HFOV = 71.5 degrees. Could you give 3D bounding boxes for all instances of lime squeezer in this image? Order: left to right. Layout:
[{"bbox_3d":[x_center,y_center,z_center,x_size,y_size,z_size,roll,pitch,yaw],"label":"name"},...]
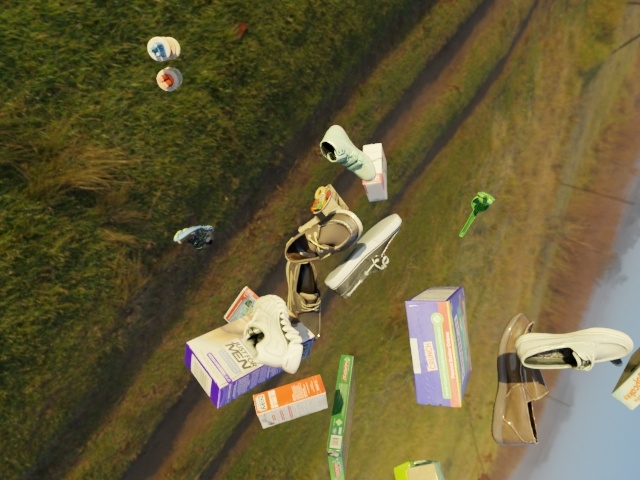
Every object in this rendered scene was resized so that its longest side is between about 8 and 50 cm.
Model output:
[{"bbox_3d":[0.504,-0.110,1.413,0.110,0.059,0.310,-44,167,-11],"label":"lime squeezer"}]

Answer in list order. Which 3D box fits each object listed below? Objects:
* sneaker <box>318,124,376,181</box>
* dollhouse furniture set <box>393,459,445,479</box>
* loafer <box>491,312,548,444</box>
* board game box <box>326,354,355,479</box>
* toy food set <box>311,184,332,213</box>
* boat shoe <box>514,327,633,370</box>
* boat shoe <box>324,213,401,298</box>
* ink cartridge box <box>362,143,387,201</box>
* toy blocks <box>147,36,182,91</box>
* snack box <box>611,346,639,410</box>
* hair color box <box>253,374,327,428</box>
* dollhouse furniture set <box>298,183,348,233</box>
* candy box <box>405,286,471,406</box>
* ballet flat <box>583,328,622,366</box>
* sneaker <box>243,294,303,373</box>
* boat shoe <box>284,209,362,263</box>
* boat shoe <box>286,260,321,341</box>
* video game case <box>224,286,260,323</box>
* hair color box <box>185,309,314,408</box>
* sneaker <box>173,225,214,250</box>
[{"bbox_3d":[0.095,-0.293,1.650,0.094,0.256,0.151,-33,-164,42],"label":"sneaker"},{"bbox_3d":[0.366,0.744,1.303,0.301,0.151,0.198,30,42,-47],"label":"dollhouse furniture set"},{"bbox_3d":[0.568,0.389,1.236,0.133,0.130,0.367,11,85,-54],"label":"loafer"},{"bbox_3d":[0.071,0.561,1.415,0.318,0.046,0.214,-76,164,-48],"label":"board game box"},{"bbox_3d":[0.003,-0.108,1.174,0.020,0.082,0.083,33,75,-24],"label":"toy food set"},{"bbox_3d":[0.539,0.243,0.945,0.081,0.227,0.080,-62,140,-59],"label":"boat shoe"},{"bbox_3d":[0.151,0.056,1.360,0.306,0.105,0.113,-48,-169,5],"label":"boat shoe"},{"bbox_3d":[0.254,-0.315,2.064,0.159,0.092,0.218,57,31,-58],"label":"ink cartridge box"},{"bbox_3d":[-0.374,-0.418,1.061,0.148,0.054,0.124,-99,-169,-65],"label":"toy blocks"},{"bbox_3d":[0.884,0.306,1.171,0.321,0.060,0.187,-11,133,-46],"label":"snack box"},{"bbox_3d":[-0.071,0.390,1.076,0.167,0.054,0.093,-16,138,-9],"label":"hair color box"},{"bbox_3d":[-0.002,-0.104,1.721,0.183,0.129,0.129,-34,-165,16],"label":"dollhouse furniture set"},{"bbox_3d":[0.342,0.278,1.252,0.317,0.122,0.269,-4,88,-65],"label":"candy box"},{"bbox_3d":[0.879,0.343,1.396,0.049,0.173,0.057,-50,-172,-4],"label":"ballet flat"},{"bbox_3d":[-0.137,0.216,1.106,0.118,0.292,0.110,8,105,-22],"label":"sneaker"},{"bbox_3d":[0.000,0.000,1.298,0.096,0.324,0.117,-37,99,-33],"label":"boat shoe"},{"bbox_3d":[-0.064,0.231,1.761,0.132,0.130,0.356,-11,88,-17],"label":"boat shoe"},{"bbox_3d":[-0.221,0.329,1.681,0.204,0.285,0.025,-52,175,37],"label":"video game case"},{"bbox_3d":[-0.207,0.327,1.333,0.338,0.185,0.110,-20,137,-40],"label":"hair color box"},{"bbox_3d":[-0.399,-0.006,1.439,0.188,0.066,0.078,-9,87,-71],"label":"sneaker"}]
